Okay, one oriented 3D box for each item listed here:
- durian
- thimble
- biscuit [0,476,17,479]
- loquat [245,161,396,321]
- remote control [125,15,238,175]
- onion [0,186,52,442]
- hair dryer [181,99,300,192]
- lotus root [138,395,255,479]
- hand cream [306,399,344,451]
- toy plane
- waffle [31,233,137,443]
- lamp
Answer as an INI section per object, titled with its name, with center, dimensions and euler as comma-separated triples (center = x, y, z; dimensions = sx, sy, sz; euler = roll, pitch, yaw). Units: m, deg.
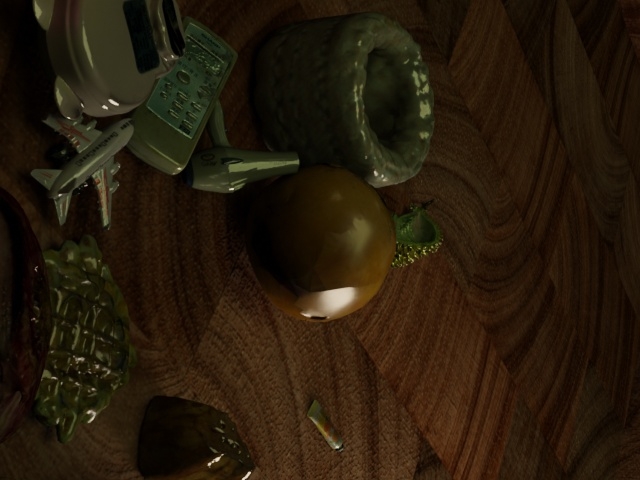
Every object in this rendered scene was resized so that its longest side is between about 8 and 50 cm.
[durian]
center = 0.167, -0.012, 2.192
dimensions = 0.215, 0.086, 0.100
euler = -28, 97, -54
[thimble]
center = 0.045, -0.222, 1.899
dimensions = 0.291, 0.195, 0.292
euler = 5, 84, -58
[biscuit]
center = -0.364, 0.376, 1.268
dimensions = 0.213, 0.091, 0.274
euler = 54, 46, -44
[loquat]
center = 0.000, 0.000, 1.771
dimensions = 0.235, 0.235, 0.235
euler = 9, 79, -58
[remote control]
center = -0.190, -0.198, 1.636
dimensions = 0.098, 0.038, 0.234
euler = 36, 52, -22
[onion]
center = -0.372, 0.076, 1.178
dimensions = 0.230, 0.272, 0.256
euler = 86, 25, -57
[hair dryer]
center = -0.111, -0.158, 1.709
dimensions = 0.167, 0.067, 0.199
euler = 8, 70, -18
[lotus root]
center = -0.171, 0.278, 1.579
dimensions = 0.095, 0.135, 0.159
euler = -36, 104, -53
[hand cream]
center = 0.009, 0.304, 1.951
dimensions = 0.102, 0.022, 0.035
euler = 59, 46, -30
[toy plane]
center = -0.284, -0.099, 1.470
dimensions = 0.171, 0.065, 0.162
euler = -59, 134, -46
[waffle]
center = -0.296, 0.113, 1.440
dimensions = 0.204, 0.054, 0.224
euler = -44, 124, -51
[lamp]
center = -0.264, -0.245, 1.477
dimensions = 0.246, 0.107, 0.180
euler = -32, 118, -57
